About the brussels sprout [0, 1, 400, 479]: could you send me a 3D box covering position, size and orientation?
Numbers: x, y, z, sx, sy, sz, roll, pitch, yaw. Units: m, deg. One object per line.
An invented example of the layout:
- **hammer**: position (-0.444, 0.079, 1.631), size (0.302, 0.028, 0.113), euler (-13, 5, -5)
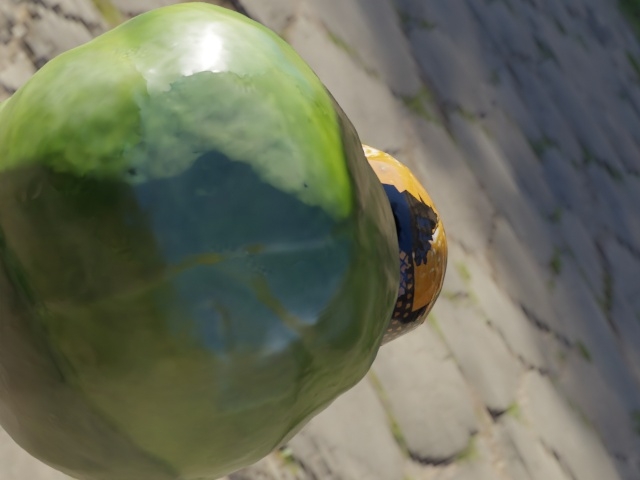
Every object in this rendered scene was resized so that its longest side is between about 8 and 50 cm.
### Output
- **brussels sprout**: position (-0.110, 0.016, 1.126), size (0.281, 0.355, 0.289), euler (-33, 95, -24)

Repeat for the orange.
- **orange**: position (0.000, 0.000, 1.483), size (0.234, 0.182, 0.234), euler (21, 4, -2)
